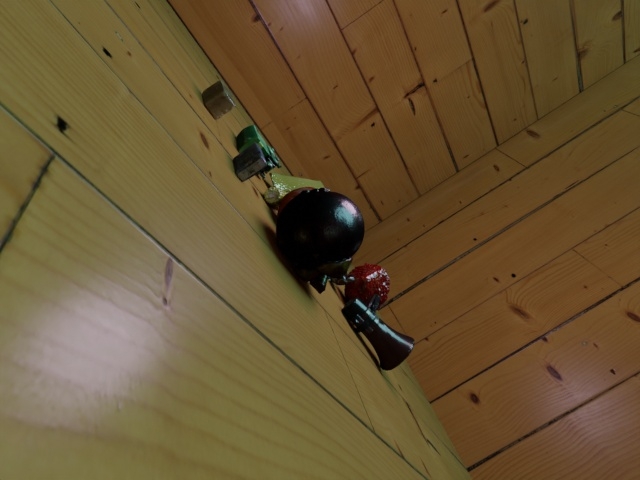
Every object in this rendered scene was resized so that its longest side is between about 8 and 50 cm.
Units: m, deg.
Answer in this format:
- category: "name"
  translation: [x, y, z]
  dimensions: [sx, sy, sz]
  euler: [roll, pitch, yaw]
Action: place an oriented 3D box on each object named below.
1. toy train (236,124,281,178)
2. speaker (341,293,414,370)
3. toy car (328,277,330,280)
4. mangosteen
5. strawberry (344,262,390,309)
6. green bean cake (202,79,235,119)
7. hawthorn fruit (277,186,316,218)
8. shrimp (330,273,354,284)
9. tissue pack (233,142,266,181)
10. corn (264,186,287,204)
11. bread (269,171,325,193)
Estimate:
- category: "toy train"
  translation: [-0.294, -0.419, 1.956]
  dimensions: [0.202, 0.120, 0.301]
  euler: [51, 7, -30]
- category: "speaker"
  translation: [0.268, 0.366, 1.859]
  dimensions: [0.329, 0.259, 0.198]
  euler: [53, -32, -3]
- category: "toy car"
  translation: [-0.014, 0.092, 1.800]
  dimensions: [0.205, 0.056, 0.095]
  euler: [57, 3, -24]
- category: "mangosteen"
  translation: [0.000, 0.000, 1.398]
  dimensions: [0.307, 0.306, 0.347]
  euler: [-20, 106, -85]
- category: "strawberry"
  translation: [0.242, 0.249, 2.109]
  dimensions: [0.261, 0.261, 0.257]
  euler: [55, -8, -19]
- category: "green bean cake"
  translation: [-0.439, -0.606, 1.791]
  dimensions: [0.085, 0.109, 0.179]
  euler: [52, 7, -41]
- category: "hawthorn fruit"
  translation: [-0.030, -0.109, 1.668]
  dimensions: [0.242, 0.271, 0.242]
  euler: [59, 13, -23]
- category: "shrimp"
  translation: [0.075, 0.098, 2.141]
  dimensions: [0.221, 0.166, 0.411]
  euler: [33, 30, -24]
- category: "tissue pack"
  translation: [-0.258, -0.287, 1.518]
  dimensions: [0.051, 0.112, 0.156]
  euler: [52, 7, -36]
- category: "corn"
  translation: [-0.181, -0.184, 1.793]
  dimensions: [0.081, 0.081, 0.248]
  euler: [57, 5, 4]
- category: "bread"
  translation: [-0.093, -0.239, 2.121]
  dimensions: [0.233, 0.244, 0.362]
  euler: [60, 2, 23]
